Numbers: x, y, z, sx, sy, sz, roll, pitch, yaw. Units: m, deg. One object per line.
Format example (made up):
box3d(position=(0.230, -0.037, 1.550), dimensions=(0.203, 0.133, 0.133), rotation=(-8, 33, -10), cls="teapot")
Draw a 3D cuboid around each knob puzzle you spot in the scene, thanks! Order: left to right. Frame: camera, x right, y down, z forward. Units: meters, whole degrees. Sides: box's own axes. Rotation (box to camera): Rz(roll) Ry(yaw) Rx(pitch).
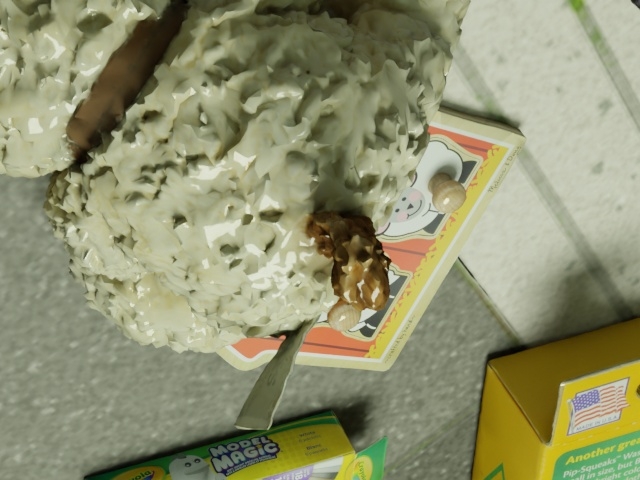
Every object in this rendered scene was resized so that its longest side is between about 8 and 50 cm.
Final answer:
box3d(position=(0.000, 0.000, 0.835), dimensions=(0.213, 0.030, 0.213), rotation=(-15, 133, -17), cls="knob puzzle")

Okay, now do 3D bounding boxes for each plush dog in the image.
box3d(position=(-0.075, -0.065, 0.647), dimensions=(0.225, 0.210, 0.262), rotation=(30, 109, -14), cls="plush dog")

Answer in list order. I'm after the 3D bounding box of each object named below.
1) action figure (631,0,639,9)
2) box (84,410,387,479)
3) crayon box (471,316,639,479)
box3d(position=(0.272, -0.092, 0.825), dimensions=(0.164, 0.141, 0.276), rotation=(-35, 138, 29), cls="action figure")
box3d(position=(-0.047, 0.164, 0.944), dimensions=(0.179, 0.043, 0.105), rotation=(-12, 132, -17), cls="box")
box3d(position=(0.205, 0.156, 1.047), dimensions=(0.203, 0.083, 0.323), rotation=(-14, 134, -19), cls="crayon box")
